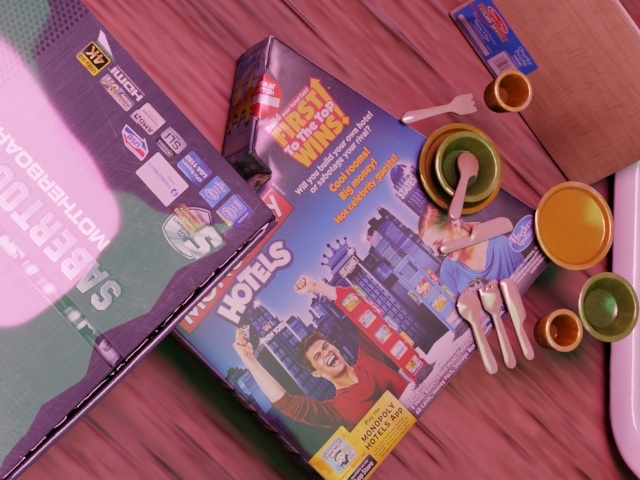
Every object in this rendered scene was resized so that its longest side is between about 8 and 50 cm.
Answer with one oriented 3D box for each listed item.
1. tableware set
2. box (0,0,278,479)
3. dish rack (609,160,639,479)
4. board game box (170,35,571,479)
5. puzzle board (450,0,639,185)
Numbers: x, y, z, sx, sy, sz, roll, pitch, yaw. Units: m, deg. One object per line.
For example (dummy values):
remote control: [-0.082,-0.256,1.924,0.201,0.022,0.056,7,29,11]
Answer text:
tableware set: [0.110,-0.012,0.926,0.104,0.024,0.154,-18,89,-23]
box: [-0.163,-0.030,0.814,0.183,0.059,0.232,-44,96,-17]
dish rack: [0.322,0.004,0.945,0.072,0.333,0.285,11,79,-57]
board game box: [0.000,0.000,0.928,0.194,0.060,0.194,46,70,-9]
puzzle board: [0.141,-0.097,0.979,0.128,0.096,0.011,54,47,-7]
